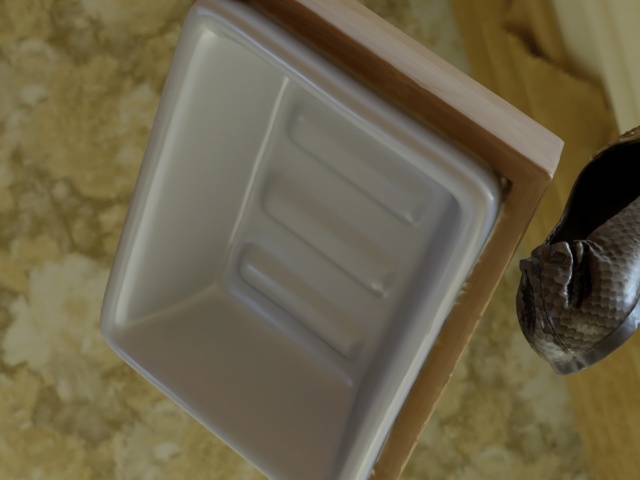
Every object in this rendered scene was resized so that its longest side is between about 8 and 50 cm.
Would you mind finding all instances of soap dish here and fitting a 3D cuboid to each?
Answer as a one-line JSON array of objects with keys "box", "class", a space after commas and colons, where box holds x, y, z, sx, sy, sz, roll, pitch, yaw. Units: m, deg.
[{"box": [0.000, 0.000, 0.842, 0.229, 0.291, 0.118, 36, -139, 18], "class": "soap dish"}]

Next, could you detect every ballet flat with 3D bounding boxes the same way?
[{"box": [0.154, -0.014, 0.774, 0.084, 0.058, 0.250, -33, -169, 35], "class": "ballet flat"}]
